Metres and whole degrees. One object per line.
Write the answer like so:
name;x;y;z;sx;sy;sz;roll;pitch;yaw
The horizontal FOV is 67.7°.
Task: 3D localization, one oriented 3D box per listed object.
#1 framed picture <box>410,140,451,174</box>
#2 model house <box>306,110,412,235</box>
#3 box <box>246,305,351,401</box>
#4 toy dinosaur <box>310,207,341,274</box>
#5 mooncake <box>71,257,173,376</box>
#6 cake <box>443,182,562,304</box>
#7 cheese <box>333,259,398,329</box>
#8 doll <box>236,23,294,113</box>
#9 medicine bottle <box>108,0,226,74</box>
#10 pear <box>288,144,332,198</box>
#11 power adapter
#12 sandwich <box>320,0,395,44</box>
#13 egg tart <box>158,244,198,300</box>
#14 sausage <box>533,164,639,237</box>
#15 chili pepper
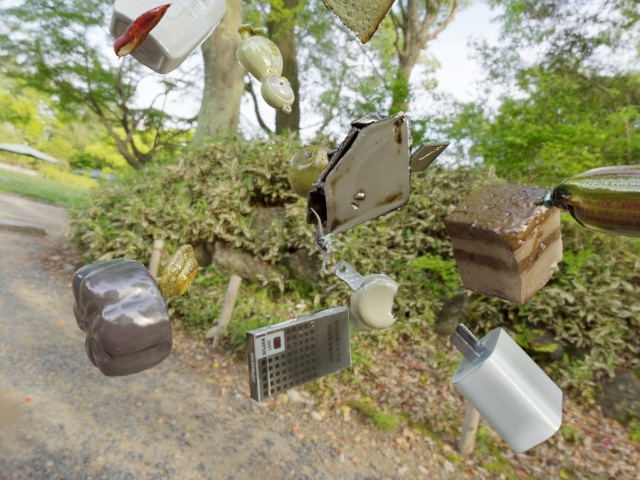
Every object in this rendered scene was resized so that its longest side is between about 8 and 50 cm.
framed picture;0.329;-0.264;1.545;0.203;0.150;0.015;-18;67;-50
model house;0.082;-0.195;1.349;0.297;0.317;0.282;-8;14;-13
box;-0.050;0.300;1.305;0.325;0.180;0.047;-9;9;-38
toy dinosaur;0.015;-0.001;1.158;0.058;0.180;0.037;-3;-37;-15
mooncake;-0.404;0.153;0.960;0.133;0.245;0.245;-16;20;-37
cake;0.446;0.030;1.142;0.196;0.293;0.199;-38;33;-28
cheese;0.125;0.165;1.389;0.249;0.163;0.071;20;1;-27
doll;-0.151;-0.497;1.392;0.141;0.117;0.296;-9;63;-56
medicine bottle;-0.340;-0.559;1.143;0.179;0.324;0.124;37;-29;-16
pear;-0.016;-0.226;1.626;0.200;0.200;0.200;14;1;0
power adapter;0.379;0.288;1.021;0.255;0.124;0.187;49;28;10
sandwich;0.084;-0.710;1.216;0.301;0.271;0.099;33;28;-17
egg tart;-0.293;0.070;1.000;0.052;0.130;0.130;24;1;-1
sausage;0.499;-0.058;0.740;0.317;0.117;0.125;5;5;36
chili pepper;-0.322;-0.376;0.849;0.178;0.027;0.045;-20;9;37
